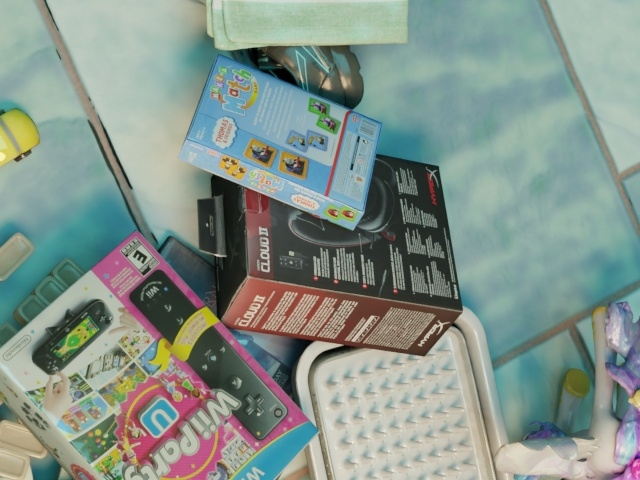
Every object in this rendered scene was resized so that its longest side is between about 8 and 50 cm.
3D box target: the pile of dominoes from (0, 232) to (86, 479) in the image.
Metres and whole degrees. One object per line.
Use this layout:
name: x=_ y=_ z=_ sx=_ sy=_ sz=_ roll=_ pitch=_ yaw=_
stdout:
pile of dominoes: x=-0.337 y=0.132 z=1.513 sx=0.196 sy=0.040 sz=0.251 roll=44 pitch=63 yaw=-7

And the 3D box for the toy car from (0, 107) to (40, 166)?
toy car: x=-0.443 y=-0.073 z=1.503 sx=0.225 sy=0.053 sz=0.239 roll=26 pitch=78 yaw=-18

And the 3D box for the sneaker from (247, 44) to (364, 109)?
sneaker: x=-0.041 y=-0.267 z=1.647 sx=0.106 sy=0.101 sz=0.267 roll=-26 pitch=96 yaw=-18

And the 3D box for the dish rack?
dish rack: x=0.099 y=0.259 z=1.664 sx=0.285 sy=0.072 sz=0.333 roll=-12 pitch=91 yaw=-31

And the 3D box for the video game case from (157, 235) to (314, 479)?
video game case: x=-0.123 y=0.152 z=1.629 sx=0.274 sy=0.026 sz=0.196 roll=38 pitch=74 yaw=-16

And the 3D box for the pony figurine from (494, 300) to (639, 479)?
pony figurine: x=0.349 y=0.250 z=1.624 sx=0.303 sy=0.351 sz=0.363 roll=20 pitch=62 yaw=1

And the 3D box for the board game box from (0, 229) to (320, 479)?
board game box: x=-0.184 y=0.175 z=1.488 sx=0.303 sy=0.097 sz=0.224 roll=49 pitch=60 yaw=-5

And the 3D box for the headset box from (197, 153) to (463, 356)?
headset box: x=0.000 y=0.000 z=1.592 sx=0.293 sy=0.110 sz=0.218 roll=9 pitch=51 yaw=-21

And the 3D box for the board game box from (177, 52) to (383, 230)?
board game box: x=-0.041 y=-0.114 z=1.559 sx=0.211 sy=0.039 sz=0.160 roll=23 pitch=44 yaw=-9

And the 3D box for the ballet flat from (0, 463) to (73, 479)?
ballet flat: x=-0.285 y=0.283 z=1.522 sx=0.342 sy=0.116 sz=0.124 roll=-6 pitch=68 yaw=-22

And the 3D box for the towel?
towel: x=-0.013 y=-0.384 z=1.570 sx=0.248 sy=0.038 sz=0.325 roll=-5 pitch=102 yaw=-18
